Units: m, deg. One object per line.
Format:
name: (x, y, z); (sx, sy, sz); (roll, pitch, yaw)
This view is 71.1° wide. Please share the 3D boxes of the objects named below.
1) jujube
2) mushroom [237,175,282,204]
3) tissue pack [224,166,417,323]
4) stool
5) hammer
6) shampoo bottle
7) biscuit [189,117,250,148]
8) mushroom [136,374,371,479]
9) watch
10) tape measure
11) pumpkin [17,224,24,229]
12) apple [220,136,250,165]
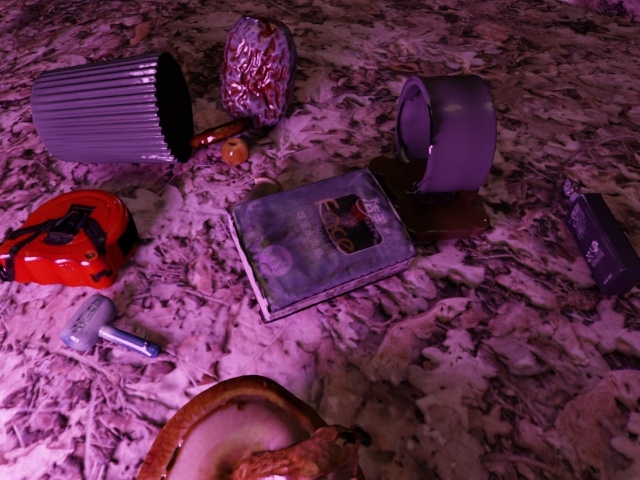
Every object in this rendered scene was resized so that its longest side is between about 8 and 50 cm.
jujube: (-0.187, -0.501, 1.337); (0.225, 0.317, 0.226); (7, 39, -6)
mushroom: (-0.157, -0.076, 1.113); (0.116, 0.093, 0.225); (13, 38, -14)
tissue pack: (0.000, 0.000, 0.990); (0.361, 0.122, 0.259); (-18, 68, -18)
stool: (-0.550, -0.344, 1.217); (0.329, 0.297, 0.297); (-4, 49, 2)
hammer: (-0.407, 0.187, 0.898); (0.193, 0.070, 0.116); (20, 51, 6)
shampoo bottle: (0.649, -0.025, 1.058); (0.071, 0.098, 0.310); (-2, 48, 4)
biscuit: (-0.288, -0.308, 1.290); (0.192, 0.049, 0.192); (-18, 22, 8)
mushroom: (-0.098, 0.340, 0.627); (0.345, 0.260, 0.346); (0, 48, -1)
watch: (0.293, -0.214, 1.070); (0.313, 0.327, 0.335); (-4, 49, -4)
tape measure: (-0.560, -0.008, 1.027); (0.253, 0.114, 0.261); (5, 49, 4)
pumpkin: (-0.703, 0.000, 1.076); (0.050, 0.028, 0.083); (0, 57, -3)
apple: (-0.242, -0.255, 1.273); (0.083, 0.071, 0.084); (0, 48, 0)
